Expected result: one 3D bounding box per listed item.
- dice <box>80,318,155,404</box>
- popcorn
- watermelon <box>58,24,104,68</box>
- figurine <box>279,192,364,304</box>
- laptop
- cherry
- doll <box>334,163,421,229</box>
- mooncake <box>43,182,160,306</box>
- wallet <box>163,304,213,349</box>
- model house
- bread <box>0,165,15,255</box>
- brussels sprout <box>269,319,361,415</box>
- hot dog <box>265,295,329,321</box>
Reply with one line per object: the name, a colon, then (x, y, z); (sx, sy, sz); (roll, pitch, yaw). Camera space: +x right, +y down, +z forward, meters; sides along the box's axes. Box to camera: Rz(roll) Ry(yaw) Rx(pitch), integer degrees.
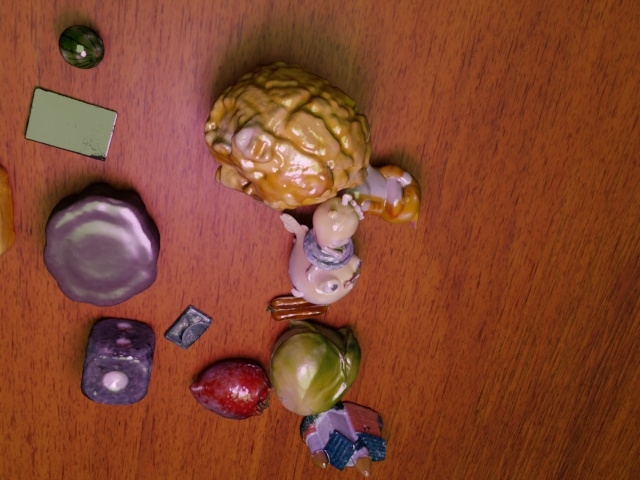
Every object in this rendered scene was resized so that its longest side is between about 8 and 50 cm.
dice: (-0.561, 0.335, 1.683); (0.181, 0.183, 0.182); (11, 112, -18)
popcorn: (-0.073, -0.251, 1.427); (0.389, 0.344, 0.354); (-15, 91, -8)
watermelon: (-0.549, -0.444, 1.379); (0.108, 0.109, 0.109); (-5, 115, -10)
figurine: (0.000, 0.000, 1.587); (0.274, 0.394, 0.226); (38, 61, 11)
laptop: (-0.612, -0.283, 1.485); (0.197, 0.016, 0.135); (16, 109, -20)
cherry: (-0.266, 0.443, 1.797); (0.249, 0.192, 0.175); (2, 76, -2)
doll: (0.151, -0.130, 1.635); (0.269, 0.162, 0.167); (10, 69, -9)
mooncake: (-0.553, 0.008, 1.552); (0.305, 0.154, 0.306); (-4, 116, -9)
wallet: (-0.386, 0.259, 1.770); (0.088, 0.026, 0.129); (37, 102, -23)
model house: (0.086, 0.658, 1.911); (0.253, 0.291, 0.185); (23, 103, -20)
bread: (-0.823, -0.071, 1.495); (0.102, 0.094, 0.246); (4, 113, -3)
brussels sprout: (-0.020, 0.367, 1.796); (0.259, 0.227, 0.294); (35, 79, -16)
hot dog: (-0.069, 0.198, 1.792); (0.188, 0.055, 0.072); (-4, 94, -7)
